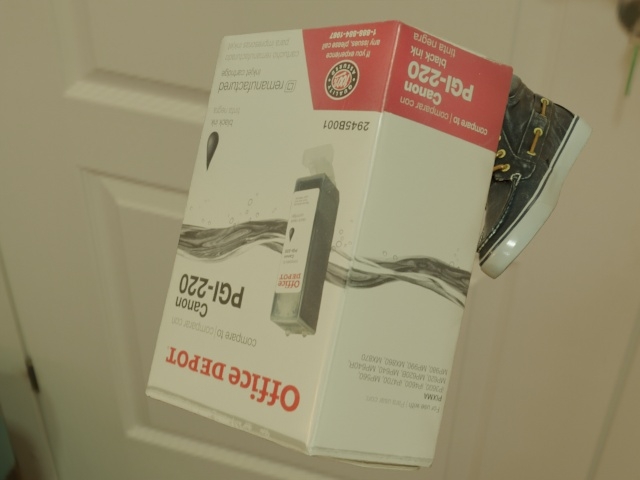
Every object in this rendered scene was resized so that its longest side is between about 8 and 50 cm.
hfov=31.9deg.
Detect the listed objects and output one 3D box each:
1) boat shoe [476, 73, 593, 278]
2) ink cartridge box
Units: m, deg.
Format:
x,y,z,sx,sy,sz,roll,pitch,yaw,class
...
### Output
x,y,z,sx,sy,sz,roll,pitch,yaw,class
0.137,-0.051,0.843,0.083,0.065,0.183,35,48,0,boat shoe
0.000,0.000,0.611,0.092,0.218,0.158,12,-3,-40,ink cartridge box
